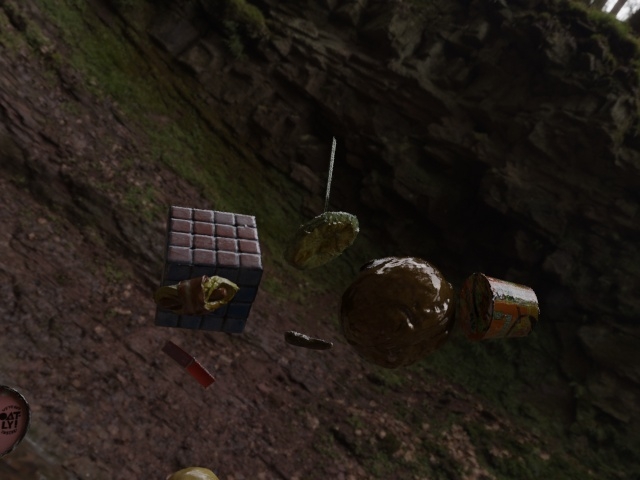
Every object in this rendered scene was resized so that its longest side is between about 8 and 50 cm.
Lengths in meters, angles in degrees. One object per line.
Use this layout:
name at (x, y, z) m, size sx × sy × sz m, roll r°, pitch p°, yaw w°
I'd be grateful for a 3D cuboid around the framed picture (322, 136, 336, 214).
framed picture at (0.035, -0.236, 2.020) m, size 0.019 × 0.296 × 0.232 m, roll 7°, pitch -25°, yaw -1°

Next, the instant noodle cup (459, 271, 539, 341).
instant noodle cup at (0.594, 0.229, 1.650) m, size 0.183 × 0.230 × 0.230 m, roll 7°, pitch -19°, yaw -10°

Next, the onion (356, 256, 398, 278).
onion at (0.302, 0.236, 2.149) m, size 0.354 × 0.353 × 0.353 m, roll 34°, pitch -22°, yaw 16°

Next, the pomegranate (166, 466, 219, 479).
pomegranate at (-0.443, 0.893, 1.694) m, size 0.233 × 0.233 × 0.233 m, roll 34°, pitch -22°, yaw 16°

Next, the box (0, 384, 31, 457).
box at (-0.696, 0.392, 1.055) m, size 0.151 × 0.151 × 0.135 m, roll 41°, pitch -32°, yaw -3°

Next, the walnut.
walnut at (0.257, 0.234, 1.648) m, size 0.308 × 0.398 × 0.353 m, roll -119°, pitch -171°, yaw -54°

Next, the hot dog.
hot dog at (-0.379, 0.176, 1.519) m, size 0.093 × 0.262 × 0.123 m, roll -111°, pitch -173°, yaw -61°

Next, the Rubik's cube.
Rubik's cube at (-0.427, 0.110, 1.875) m, size 0.345 × 0.343 × 0.337 m, roll 9°, pitch -54°, yaw -17°

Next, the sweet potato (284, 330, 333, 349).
sweet potato at (-0.057, 0.472, 2.308) m, size 0.233 × 0.062 × 0.081 m, roll 13°, pitch -15°, yaw 4°

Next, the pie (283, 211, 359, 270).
pie at (0.000, 0.000, 1.789) m, size 0.071 × 0.306 × 0.306 m, roll 53°, pitch -12°, yaw 32°

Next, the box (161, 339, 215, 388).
box at (-0.461, 0.430, 1.724) m, size 0.229 × 0.050 × 0.123 m, roll 10°, pitch -37°, yaw 52°
